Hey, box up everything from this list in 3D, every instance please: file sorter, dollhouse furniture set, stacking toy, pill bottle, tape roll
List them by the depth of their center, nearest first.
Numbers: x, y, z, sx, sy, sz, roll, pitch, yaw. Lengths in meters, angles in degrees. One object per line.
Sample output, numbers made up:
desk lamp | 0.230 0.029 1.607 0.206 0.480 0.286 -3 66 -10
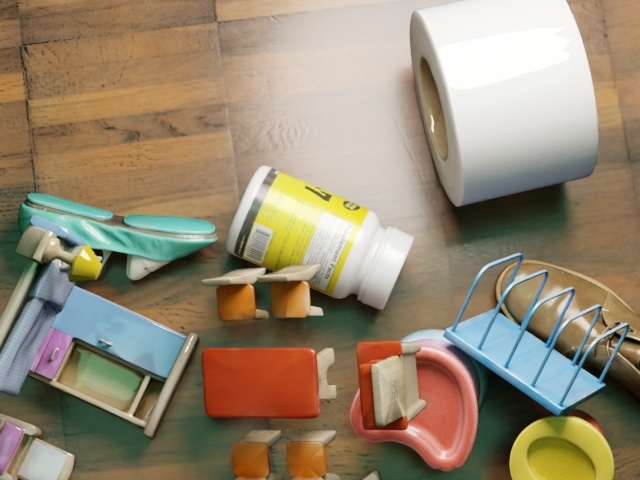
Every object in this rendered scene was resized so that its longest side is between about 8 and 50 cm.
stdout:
dollhouse furniture set | -0.283 0.157 1.837 0.198 0.303 0.286 24 80 4
dollhouse furniture set | -0.022 0.164 1.857 0.259 0.135 0.262 -3 94 26
file sorter | 0.257 0.105 1.893 0.170 0.118 0.104 34 117 25
tape roll | 0.216 -0.176 1.944 0.169 0.246 0.246 -12 80 -5
stacking toy | 0.176 0.270 1.956 0.309 0.130 0.279 30 106 7
pill bottle | 0.000 0.000 1.968 0.208 0.119 0.119 23 80 2

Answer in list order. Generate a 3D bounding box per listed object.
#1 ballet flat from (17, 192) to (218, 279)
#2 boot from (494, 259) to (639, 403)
ballet flat | -0.251 0.003 1.989 0.247 0.083 0.087 9 104 0
boot | 0.352 0.115 1.961 0.305 0.115 0.112 33 84 6
